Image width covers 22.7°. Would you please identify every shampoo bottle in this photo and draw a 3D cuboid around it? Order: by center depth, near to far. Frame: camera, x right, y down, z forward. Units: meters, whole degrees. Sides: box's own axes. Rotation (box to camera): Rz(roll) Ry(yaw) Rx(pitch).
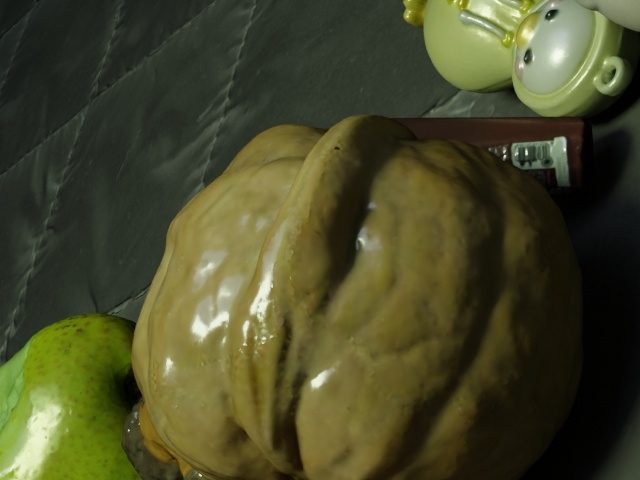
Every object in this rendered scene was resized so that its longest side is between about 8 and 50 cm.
[{"bbox_3d":[0.084,-0.054,1.199,0.236,0.067,0.068,-2,71,18],"label":"shampoo bottle"}]

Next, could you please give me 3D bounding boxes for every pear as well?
[{"bbox_3d":[-0.264,0.193,1.623,0.292,0.159,0.292,-41,29,30],"label":"pear"}]

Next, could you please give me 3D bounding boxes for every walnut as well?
[{"bbox_3d":[0.031,0.052,1.080,0.296,0.285,0.285,9,64,20],"label":"walnut"}]

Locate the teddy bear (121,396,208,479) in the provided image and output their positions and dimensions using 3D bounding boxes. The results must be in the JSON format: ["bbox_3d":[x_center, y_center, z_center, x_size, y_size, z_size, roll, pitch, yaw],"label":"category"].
[{"bbox_3d":[-0.105,0.154,1.400,0.190,0.140,0.177,-50,28,40],"label":"teddy bear"}]

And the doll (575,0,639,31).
[{"bbox_3d":[0.235,-0.271,1.095,0.221,0.221,0.251,-43,29,33],"label":"doll"}]

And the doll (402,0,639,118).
[{"bbox_3d":[0.160,-0.172,1.262,0.141,0.117,0.296,-59,24,8],"label":"doll"}]
